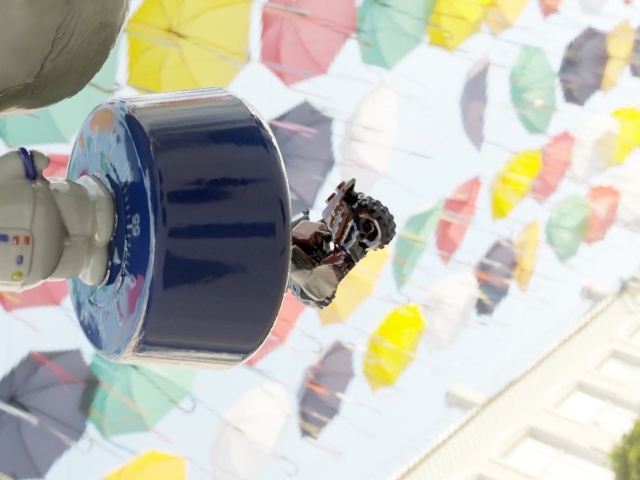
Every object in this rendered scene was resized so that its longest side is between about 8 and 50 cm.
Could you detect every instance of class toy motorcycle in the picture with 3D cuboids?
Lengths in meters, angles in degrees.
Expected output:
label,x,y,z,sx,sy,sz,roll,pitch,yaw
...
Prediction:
label,x,y,z,sx,sy,sz,roll,pitch,yaw
toy motorcycle,0.000,0.000,1.253,0.084,0.118,0.212,-43,-3,-40

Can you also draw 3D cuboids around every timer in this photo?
label,x,y,z,sx,sy,sz,roll,pitch,yaw
timer,-0.247,-0.006,0.966,0.384,0.270,0.270,-2,-70,-31

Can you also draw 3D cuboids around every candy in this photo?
label,x,y,z,sx,sy,sz,roll,pitch,yaw
candy,-0.282,-0.231,0.878,0.185,0.296,0.295,-102,1,-49
